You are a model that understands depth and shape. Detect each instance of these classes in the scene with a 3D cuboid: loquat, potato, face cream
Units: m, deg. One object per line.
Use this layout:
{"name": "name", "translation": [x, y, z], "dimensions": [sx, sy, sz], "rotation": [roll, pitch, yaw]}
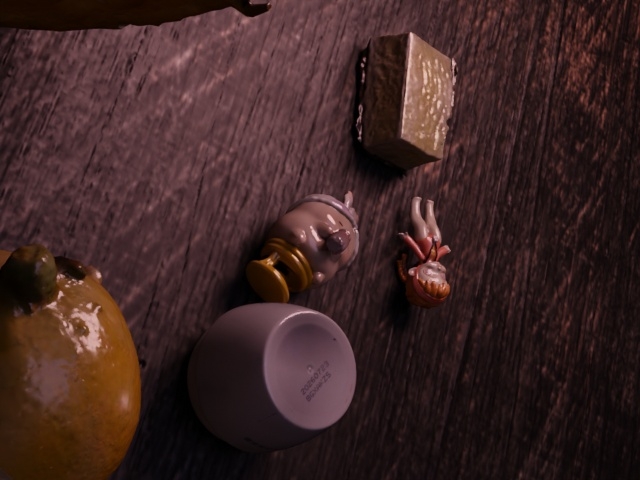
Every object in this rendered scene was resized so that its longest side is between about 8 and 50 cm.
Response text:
{"name": "loquat", "translation": [-0.186, 0.081, 0.642], "dimensions": [0.149, 0.205, 0.172], "rotation": [0, 40, -28]}
{"name": "potato", "translation": [0.083, -0.132, 1.005], "dimensions": [0.086, 0.061, 0.122], "rotation": [20, 68, -38]}
{"name": "face cream", "translation": [-0.038, 0.105, 0.814], "dimensions": [0.117, 0.104, 0.117], "rotation": [12, 70, -38]}

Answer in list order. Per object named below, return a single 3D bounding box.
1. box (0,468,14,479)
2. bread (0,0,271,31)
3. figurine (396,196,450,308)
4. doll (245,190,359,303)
{"name": "box", "translation": [-0.198, 0.187, 0.423], "dimensions": [0.220, 0.290, 0.166], "rotation": [-17, 102, -32]}
{"name": "bread", "translation": [-0.197, -0.256, 0.608], "dimensions": [0.398, 0.398, 0.216], "rotation": [0, 87, -40]}
{"name": "figurine", "translation": [0.099, 0.012, 0.993], "dimensions": [0.064, 0.047, 0.109], "rotation": [14, 62, -30]}
{"name": "doll", "translation": [0.000, 0.000, 0.885], "dimensions": [0.127, 0.084, 0.073], "rotation": [-42, 108, -31]}
